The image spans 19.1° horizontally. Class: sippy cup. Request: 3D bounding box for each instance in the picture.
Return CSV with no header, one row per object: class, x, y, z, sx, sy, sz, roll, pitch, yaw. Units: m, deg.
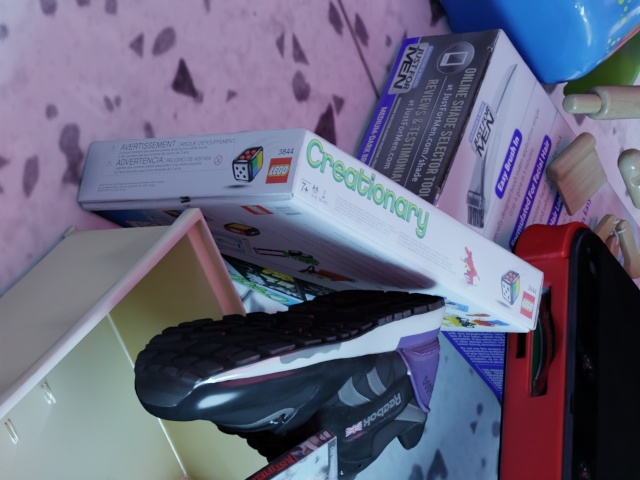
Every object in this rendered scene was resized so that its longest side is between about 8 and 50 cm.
sippy cup,0.222,-0.261,1.649,0.305,0.240,0.224,49,60,-12

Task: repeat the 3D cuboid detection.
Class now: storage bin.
storage bin,-0.145,0.160,1.230,0.262,0.123,0.260,-48,125,-42

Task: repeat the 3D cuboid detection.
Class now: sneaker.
sneaker,-0.007,0.109,1.231,0.283,0.107,0.124,-8,101,-52

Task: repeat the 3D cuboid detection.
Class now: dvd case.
dvd case,-0.038,0.176,1.193,0.119,0.013,0.087,-32,144,-26

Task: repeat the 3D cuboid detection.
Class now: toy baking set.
toy baking set,0.275,-0.043,1.685,0.256,0.030,0.197,-12,104,-46

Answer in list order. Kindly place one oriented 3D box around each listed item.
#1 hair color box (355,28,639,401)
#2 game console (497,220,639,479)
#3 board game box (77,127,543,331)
hair color box,0.163,-0.004,1.643,0.339,0.110,0.185,50,52,-41
game console,0.239,0.208,1.532,0.342,0.060,0.386,47,40,-45
board game box,0.000,0.000,1.363,0.305,0.193,0.053,28,67,-49
